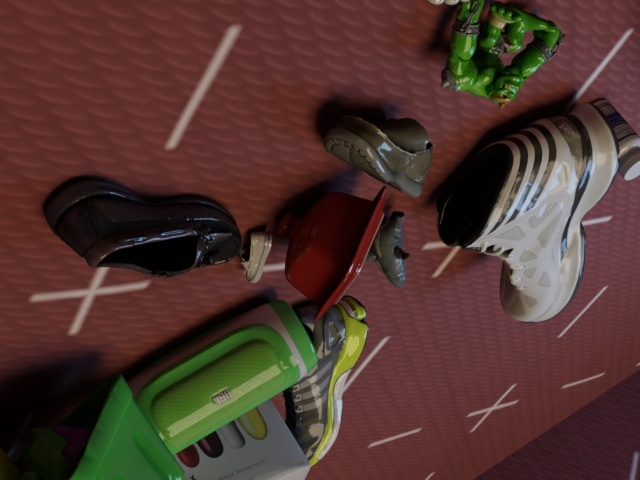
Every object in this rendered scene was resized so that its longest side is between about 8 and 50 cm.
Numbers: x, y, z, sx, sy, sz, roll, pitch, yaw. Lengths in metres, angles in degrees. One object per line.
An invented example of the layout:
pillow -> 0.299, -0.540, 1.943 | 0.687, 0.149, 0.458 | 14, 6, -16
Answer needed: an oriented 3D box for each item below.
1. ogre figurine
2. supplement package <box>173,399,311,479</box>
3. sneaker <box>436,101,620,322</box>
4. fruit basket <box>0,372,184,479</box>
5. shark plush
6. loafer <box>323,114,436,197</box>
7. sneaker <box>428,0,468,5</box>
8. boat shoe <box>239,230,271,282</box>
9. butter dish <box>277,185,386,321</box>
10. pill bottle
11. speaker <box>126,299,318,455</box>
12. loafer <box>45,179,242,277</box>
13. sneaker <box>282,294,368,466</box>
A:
ogre figurine -> 0.215, -0.229, 1.463 | 0.197, 0.097, 0.118 | -15, 133, -63
supplement package -> -0.159, 0.332, 1.842 | 0.194, 0.203, 0.149 | -19, 149, -30
sneaker -> 0.278, -0.015, 1.859 | 0.257, 0.169, 0.447 | -15, 141, -18
fruit basket -> -0.418, 0.325, 1.547 | 0.392, 0.392, 0.283 | -49, -168, 27
shark plush -> 0.115, 0.004, 1.759 | 0.073, 0.067, 0.161 | -18, 150, -29
loafer -> 0.080, -0.122, 1.505 | 0.087, 0.094, 0.251 | -63, 160, 2
sneaker -> 0.228, -0.346, 1.232 | 0.330, 0.130, 0.147 | -21, 153, -26
boat shoe -> -0.092, 0.022, 1.596 | 0.035, 0.035, 0.100 | 6, 145, -14
butter dish -> 0.000, 0.000, 1.577 | 0.160, 0.118, 0.160 | -66, -175, -32
pill bottle -> 0.446, -0.151, 1.821 | 0.067, 0.120, 0.067 | -26, 153, -15
speaker -> -0.156, 0.203, 1.716 | 0.296, 0.131, 0.131 | -30, 154, -10
loafer -> -0.187, 0.008, 1.383 | 0.109, 0.095, 0.302 | -44, 152, 20
sneaker -> -0.029, 0.223, 1.873 | 0.121, 0.111, 0.300 | 6, 106, -34
